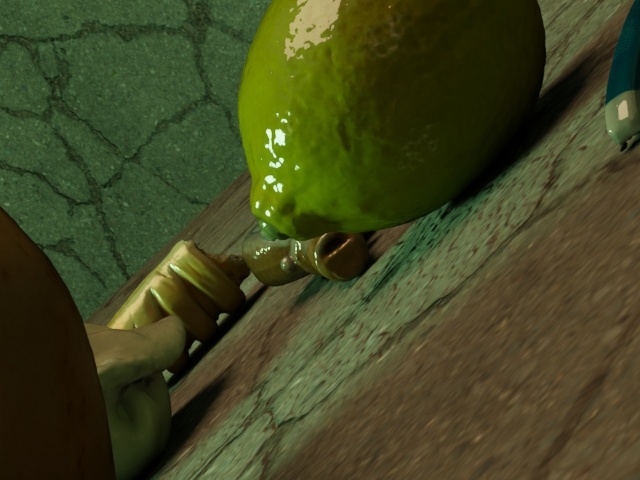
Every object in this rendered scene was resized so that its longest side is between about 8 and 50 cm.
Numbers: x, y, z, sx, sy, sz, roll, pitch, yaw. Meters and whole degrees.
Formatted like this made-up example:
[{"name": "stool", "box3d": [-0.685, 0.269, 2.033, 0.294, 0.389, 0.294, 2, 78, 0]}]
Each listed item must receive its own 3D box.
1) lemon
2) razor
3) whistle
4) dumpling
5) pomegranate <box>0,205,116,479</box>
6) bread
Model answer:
[{"name": "lemon", "box3d": [0.040, -0.102, 1.102, 0.248, 0.184, 0.184, -46, 6, -15]}, {"name": "razor", "box3d": [0.173, -0.106, 0.892, 0.068, 0.037, 0.191, -39, 9, 39]}, {"name": "whistle", "box3d": [0.000, 0.000, 1.284, 0.107, 0.057, 0.220, -32, 10, -5]}, {"name": "dumpling", "box3d": [-0.174, 0.127, 1.271, 0.162, 0.132, 0.250, -53, -12, 20]}, {"name": "pomegranate", "box3d": [-0.265, 0.140, 0.769, 0.411, 0.411, 0.411, -45, 6, 6]}, {"name": "bread", "box3d": [-0.137, 0.070, 1.576, 0.177, 0.084, 0.119, -47, 5, -5]}]
